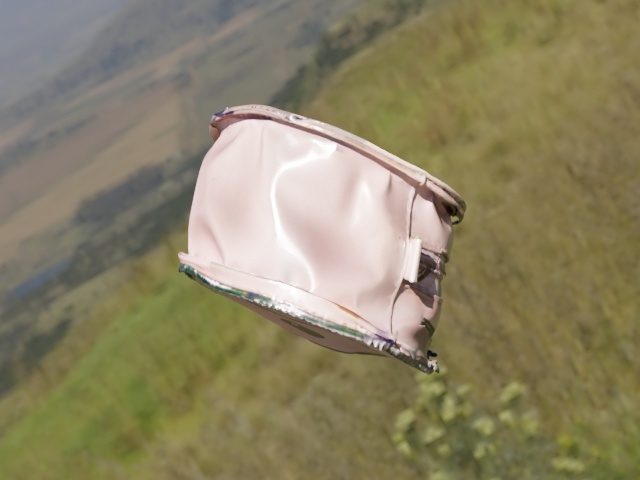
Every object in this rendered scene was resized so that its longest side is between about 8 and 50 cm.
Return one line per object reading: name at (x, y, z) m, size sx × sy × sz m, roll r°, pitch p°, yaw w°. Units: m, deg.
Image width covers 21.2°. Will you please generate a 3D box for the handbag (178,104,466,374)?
handbag at (-0.001, 0.001, 1.098) m, size 0.205 × 0.179 × 0.116 m, roll 6°, pitch 73°, yaw 64°
